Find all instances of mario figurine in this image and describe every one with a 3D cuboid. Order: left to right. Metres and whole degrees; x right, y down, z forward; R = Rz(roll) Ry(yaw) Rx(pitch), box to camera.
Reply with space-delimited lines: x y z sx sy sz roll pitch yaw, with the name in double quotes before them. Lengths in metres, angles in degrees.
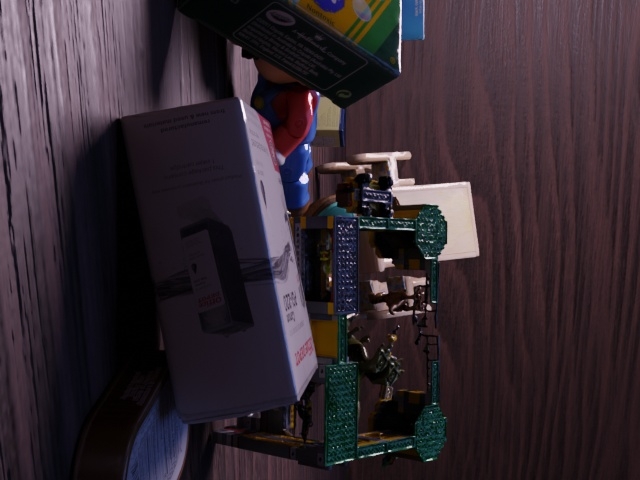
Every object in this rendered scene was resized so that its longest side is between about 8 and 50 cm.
"mario figurine" -0.062 -0.181 1.052 0.198 0.170 0.320 51 -34 34

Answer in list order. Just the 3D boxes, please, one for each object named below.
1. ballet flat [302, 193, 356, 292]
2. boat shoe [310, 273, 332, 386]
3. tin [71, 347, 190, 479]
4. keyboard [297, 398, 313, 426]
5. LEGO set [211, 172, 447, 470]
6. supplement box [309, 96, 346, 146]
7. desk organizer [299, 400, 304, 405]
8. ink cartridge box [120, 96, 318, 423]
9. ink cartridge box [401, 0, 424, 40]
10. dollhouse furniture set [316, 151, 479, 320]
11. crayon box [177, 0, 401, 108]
"ballet flat" 0.007 0.005 1.813 0.342 0.116 0.124 86 -13 -48
"boat shoe" -0.033 0.052 1.271 0.111 0.104 0.307 10 81 -85
"tin" -0.125 0.146 0.633 0.189 0.040 0.106 -76 170 -70
"keyboard" -0.047 0.271 1.669 0.192 0.038 0.100 84 -15 -47
"LEGO set" 0.000 0.096 0.988 0.255 0.192 0.331 -10 97 -48
"supplement box" 0.006 -0.232 1.794 0.056 0.083 0.083 83 10 -59
"desk organizer" -0.048 0.191 1.443 0.047 0.050 0.130 82 10 -61
"ink cartridge box" -0.070 0.014 0.695 0.158 0.092 0.218 -11 92 -85
"ink cartridge box" 0.075 -0.475 1.691 0.171 0.233 0.168 -81 169 -55
"dollhouse furniture set" 0.108 -0.010 1.961 0.394 0.256 0.362 -12 -96 59
"crayon box" -0.016 -0.316 0.885 0.203 0.083 0.323 25 55 -35
